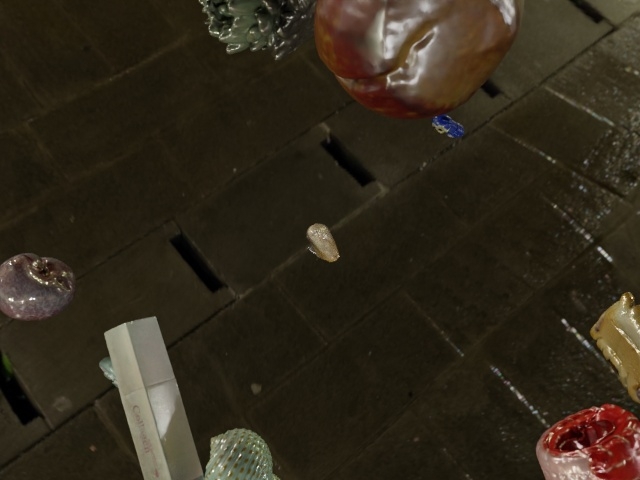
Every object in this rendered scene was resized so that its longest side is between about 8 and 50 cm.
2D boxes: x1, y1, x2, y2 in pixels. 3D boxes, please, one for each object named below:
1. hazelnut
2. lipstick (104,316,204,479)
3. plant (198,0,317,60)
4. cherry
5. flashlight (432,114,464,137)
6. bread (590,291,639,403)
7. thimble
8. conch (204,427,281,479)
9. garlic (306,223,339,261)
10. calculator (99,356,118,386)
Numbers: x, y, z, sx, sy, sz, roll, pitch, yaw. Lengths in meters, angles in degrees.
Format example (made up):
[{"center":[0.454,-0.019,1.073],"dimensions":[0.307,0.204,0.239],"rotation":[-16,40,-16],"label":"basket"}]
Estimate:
[{"center":[0.099,-0.242,0.657],"dimensions":[0.218,0.234,0.218],"rotation":[13,31,-8],"label":"hazelnut"},{"center":[-0.298,0.330,1.179],"dimensions":[0.080,0.076,0.371],"rotation":[-7,76,-56],"label":"lipstick"},{"center":[-0.062,-0.328,0.880],"dimensions":[0.194,0.129,0.132],"rotation":[-32,74,-34],"label":"plant"},{"center":[-0.630,0.107,1.406],"dimensions":[0.176,0.176,0.140],"rotation":[-14,54,-12],"label":"cherry"},{"center":[0.246,-0.219,1.245],"dimensions":[0.057,0.121,0.035],"rotation":[26,99,31],"label":"flashlight"},{"center":[0.603,0.202,1.218],"dimensions":[0.081,0.134,0.225],"rotation":[6,37,-14],"label":"bread"},{"center":[0.464,0.372,1.080],"dimensions":[0.189,0.163,0.125],"rotation":[-25,93,-31],"label":"thimble"},{"center":[-0.079,0.228,0.641],"dimensions":[0.085,0.056,0.076],"rotation":[26,59,25],"label":"conch"},{"center":[0.004,-0.006,1.661],"dimensions":[0.084,0.152,0.066],"rotation":[26,66,43],"label":"garlic"},{"center":[-0.416,0.328,1.443],"dimensions":[0.184,0.295,0.042],"rotation":[49,65,-14],"label":"calculator"}]
